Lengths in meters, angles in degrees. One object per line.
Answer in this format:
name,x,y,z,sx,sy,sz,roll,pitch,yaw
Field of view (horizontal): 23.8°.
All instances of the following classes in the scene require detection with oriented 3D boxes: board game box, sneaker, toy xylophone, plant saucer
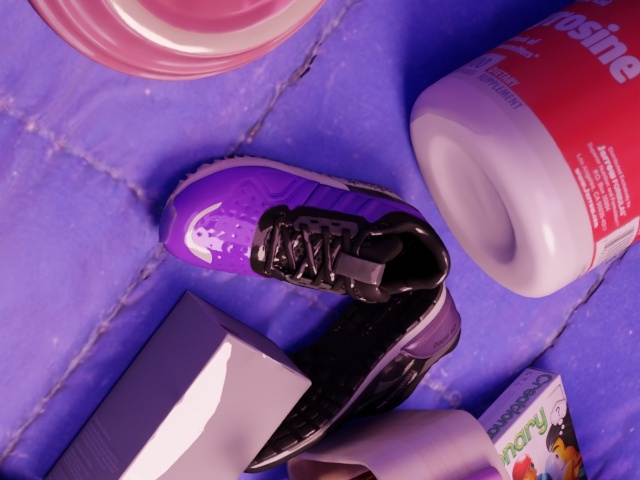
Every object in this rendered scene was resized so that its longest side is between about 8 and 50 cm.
board game box,0.184,0.305,1.668,0.305,0.053,0.193,-41,124,-35
sneaker,0.034,0.154,1.544,0.283,0.107,0.124,-39,137,-6
sneaker,0.001,-0.001,1.405,0.293,0.146,0.102,3,114,-34
toy xylophone,0.039,0.236,1.501,0.236,0.322,0.081,-21,91,-13
plant saucer,-0.092,-0.280,1.234,0.332,0.084,0.332,-15,121,-25

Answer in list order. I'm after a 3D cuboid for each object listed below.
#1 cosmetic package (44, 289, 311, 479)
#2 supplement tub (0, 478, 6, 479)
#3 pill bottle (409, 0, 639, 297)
cosmetic package,-0.136,0.182,1.452,0.127,0.107,0.238,37,90,-40
supplement tub,-0.265,0.301,1.433,0.106,0.106,0.198,-50,130,1
pill bottle,0.310,-0.136,1.471,0.407,0.229,0.229,-31,128,-15
